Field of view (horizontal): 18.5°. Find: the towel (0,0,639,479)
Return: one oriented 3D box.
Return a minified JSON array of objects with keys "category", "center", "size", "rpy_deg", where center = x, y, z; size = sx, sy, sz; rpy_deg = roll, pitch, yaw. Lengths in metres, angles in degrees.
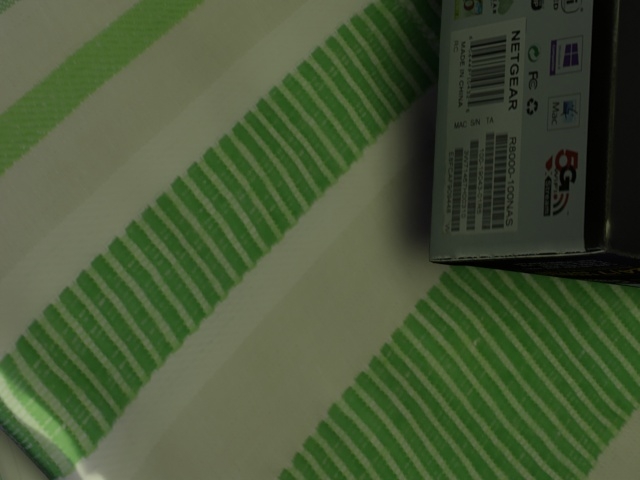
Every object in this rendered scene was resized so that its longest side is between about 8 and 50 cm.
[{"category":"towel","center":[0.000,0.000,0.595],"size":[0.325,0.038,0.248],"rpy_deg":[52,48,-12]}]

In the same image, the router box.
[{"category":"router box","center":[0.157,-0.132,0.652],"size":[0.243,0.081,0.309],"rpy_deg":[7,84,-38]}]

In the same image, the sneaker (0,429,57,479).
[{"category":"sneaker","center":[-0.142,0.140,0.548],"size":[0.151,0.094,0.256],"rpy_deg":[-2,88,-19]}]
